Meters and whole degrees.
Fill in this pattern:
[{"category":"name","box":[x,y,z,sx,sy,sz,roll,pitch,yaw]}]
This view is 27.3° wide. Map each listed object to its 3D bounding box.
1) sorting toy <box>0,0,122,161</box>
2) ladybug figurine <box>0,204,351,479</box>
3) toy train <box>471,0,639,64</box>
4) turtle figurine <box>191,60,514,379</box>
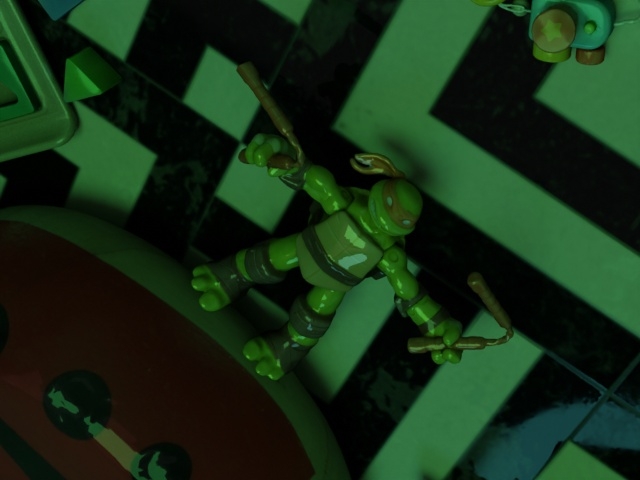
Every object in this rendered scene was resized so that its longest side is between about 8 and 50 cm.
[{"category":"sorting toy","box":[-0.310,-0.147,1.061,0.348,0.047,0.196,-11,111,31]},{"category":"ladybug figurine","box":[-0.170,0.164,1.090,0.449,0.162,0.305,43,126,-1]},{"category":"toy train","box":[0.138,-0.183,0.822,0.166,0.046,0.125,46,126,-2]},{"category":"turtle figurine","box":[0.000,0.000,0.963,0.269,0.087,0.217,44,131,-12]}]
